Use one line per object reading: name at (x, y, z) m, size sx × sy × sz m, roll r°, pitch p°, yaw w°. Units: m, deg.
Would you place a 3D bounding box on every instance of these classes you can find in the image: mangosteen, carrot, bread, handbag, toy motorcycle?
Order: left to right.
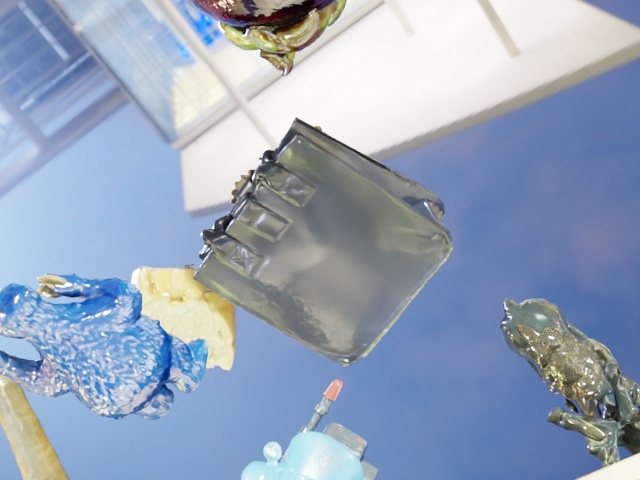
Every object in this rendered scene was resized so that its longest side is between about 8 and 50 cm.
carrot at (-0.390, 0.327, 1.337) m, size 0.070 × 0.342 × 0.070 m, roll -25°, pitch -173°, yaw 3°
bread at (-0.229, 0.074, 1.619) m, size 0.184 × 0.211 × 0.224 m, roll 1°, pitch -132°, yaw -11°
mangosteen at (-0.070, -0.388, 1.195) m, size 0.311 × 0.311 × 0.311 m, roll -30°, pitch -154°, yaw 17°
toy motorcycle at (-0.012, 0.255, 0.946) m, size 0.182 × 0.124 × 0.272 m, roll -63°, pitch 172°, yaw 15°
handbag at (0.000, 0.000, 1.477) m, size 0.303 × 0.329 × 0.122 m, roll -53°, pitch -163°, yaw 25°

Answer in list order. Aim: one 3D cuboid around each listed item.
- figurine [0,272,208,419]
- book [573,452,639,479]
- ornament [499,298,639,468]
figurine at (-0.251, 0.123, 1.058) m, size 0.164 × 0.262 × 0.121 m, roll -63°, pitch -149°, yaw 13°
book at (0.215, 0.261, 0.863) m, size 0.263 × 0.374 × 0.028 m, roll -30°, pitch -117°, yaw 17°
ornament at (0.232, 0.121, 0.871) m, size 0.080 × 0.202 × 0.236 m, roll -46°, pitch 164°, yaw 9°
